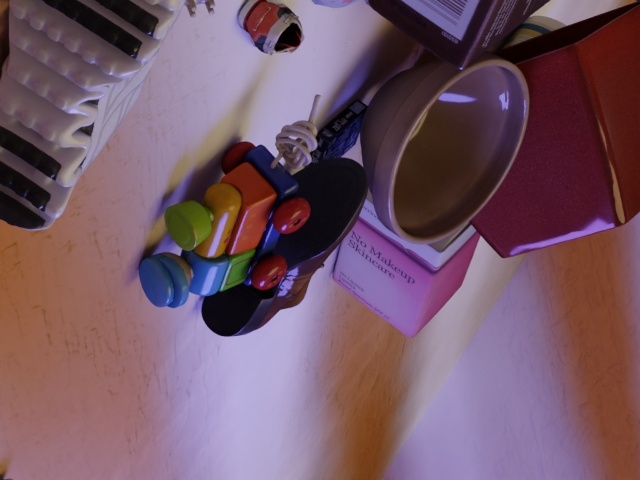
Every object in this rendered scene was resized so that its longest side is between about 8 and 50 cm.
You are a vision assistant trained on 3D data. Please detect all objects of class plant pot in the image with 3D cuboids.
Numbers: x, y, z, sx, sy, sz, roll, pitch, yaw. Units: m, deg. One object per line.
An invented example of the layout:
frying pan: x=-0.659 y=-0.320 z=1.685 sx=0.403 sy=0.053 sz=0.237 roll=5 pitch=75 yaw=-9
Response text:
plant pot: x=0.124 y=-0.123 z=2.095 sx=0.237 sy=0.109 sz=0.237 roll=-33 pitch=142 yaw=-30
plant pot: x=0.293 y=-0.129 z=2.280 sx=0.267 sy=0.236 sz=0.267 roll=-17 pitch=-170 yaw=33

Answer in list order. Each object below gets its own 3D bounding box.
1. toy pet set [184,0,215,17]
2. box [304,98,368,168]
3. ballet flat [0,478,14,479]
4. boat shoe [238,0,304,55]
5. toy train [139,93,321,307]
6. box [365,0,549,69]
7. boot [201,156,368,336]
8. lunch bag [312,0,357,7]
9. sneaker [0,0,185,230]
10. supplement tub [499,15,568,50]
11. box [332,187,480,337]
toy pet set: x=-0.085 y=-0.238 z=1.411 sx=0.114 sy=0.065 sz=0.122 roll=-9 pitch=145 yaw=-18
box: x=0.019 y=-0.116 z=2.090 sx=0.083 sy=0.018 sz=0.067 roll=-43 pitch=163 yaw=-38
ballet flat: x=-0.354 y=0.313 z=1.832 sx=0.168 sy=0.052 sz=0.057 roll=-50 pitch=166 yaw=-13
boat shoe: x=-0.037 y=-0.191 z=1.669 sx=0.049 sy=0.043 sz=0.137 roll=-56 pitch=168 yaw=3
toy train: x=-0.090 y=-0.038 z=1.779 sx=0.143 sy=0.105 sz=0.248 roll=-25 pitch=151 yaw=-37
box: x=0.223 y=-0.357 z=1.937 sx=0.381 sy=0.143 sz=0.191 roll=-37 pitch=159 yaw=-45
boot: x=0.000 y=0.000 z=2.149 sx=0.264 sy=0.096 sz=0.280 roll=-57 pitch=167 yaw=17
lunch bag: x=0.024 y=-0.254 z=1.696 sx=0.083 sy=0.053 sz=0.071 roll=-27 pitch=165 yaw=0
sneaker: x=-0.161 y=-0.140 z=1.282 sx=0.292 sy=0.110 sz=0.118 roll=-54 pitch=177 yaw=37
supplement tub: x=0.284 y=-0.196 z=2.518 sx=0.200 sy=0.144 sz=0.144 roll=-50 pitch=166 yaw=-12
box: x=0.121 y=-0.002 z=2.439 sx=0.127 sy=0.148 sz=0.232 roll=-45 pitch=163 yaw=-28
